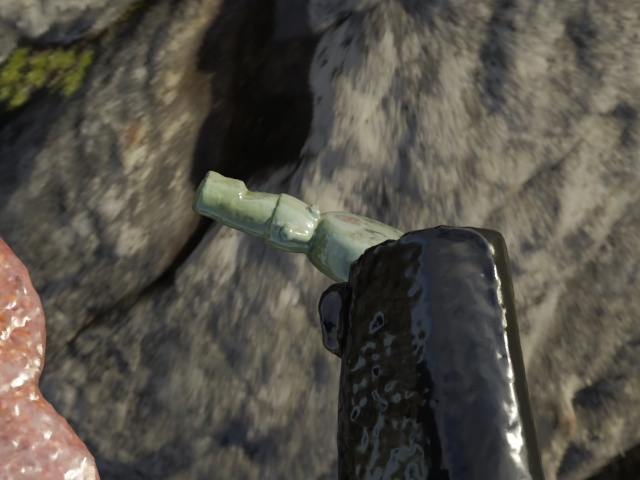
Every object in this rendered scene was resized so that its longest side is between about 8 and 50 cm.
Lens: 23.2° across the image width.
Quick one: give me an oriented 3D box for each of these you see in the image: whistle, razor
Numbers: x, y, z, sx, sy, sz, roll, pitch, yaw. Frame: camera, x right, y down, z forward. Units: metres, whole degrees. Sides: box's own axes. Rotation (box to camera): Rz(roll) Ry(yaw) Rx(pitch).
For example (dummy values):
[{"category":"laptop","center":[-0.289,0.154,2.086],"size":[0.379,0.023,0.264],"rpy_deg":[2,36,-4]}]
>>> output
[{"category":"whistle","center":[0.000,0.000,1.512],"size":[0.258,0.126,0.067],"rpy_deg":[22,102,-7]},{"category":"razor","center":[0.090,0.160,1.198],"size":[0.189,0.107,0.327],"rpy_deg":[-22,68,45]}]

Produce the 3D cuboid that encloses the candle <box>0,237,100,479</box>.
[{"category":"candle","center":[-0.296,0.126,1.029],"size":[0.287,0.131,0.317],"rpy_deg":[-6,66,-34]}]
